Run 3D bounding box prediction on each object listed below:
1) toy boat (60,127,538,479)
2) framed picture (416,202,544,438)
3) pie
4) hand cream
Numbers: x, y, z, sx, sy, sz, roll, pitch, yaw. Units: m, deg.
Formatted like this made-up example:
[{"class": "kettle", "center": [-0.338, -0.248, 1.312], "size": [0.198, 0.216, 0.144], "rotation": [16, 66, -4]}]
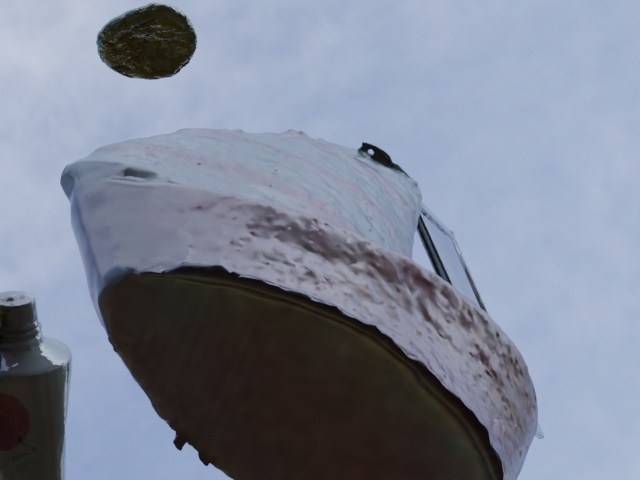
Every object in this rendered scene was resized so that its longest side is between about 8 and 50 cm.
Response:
[{"class": "toy boat", "center": [0.000, 0.000, 0.566], "size": [0.206, 0.282, 0.096], "rotation": [30, -65, -6]}, {"class": "framed picture", "center": [0.167, 0.085, 1.453], "size": [0.017, 0.274, 0.217], "rotation": [-26, -21, 11]}, {"class": "pie", "center": [-0.142, -0.162, 1.094], "size": [0.084, 0.021, 0.084], "rotation": [-10, -37, -7]}, {"class": "hand cream", "center": [-0.221, 0.198, 0.974], "size": [0.077, 0.124, 0.341], "rotation": [-9, -68, -32]}]
